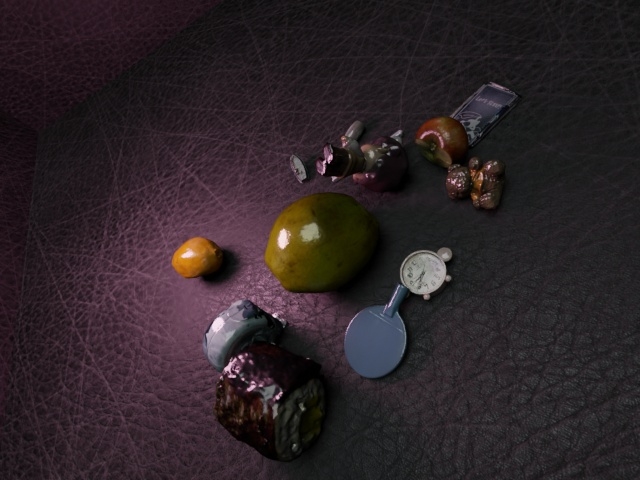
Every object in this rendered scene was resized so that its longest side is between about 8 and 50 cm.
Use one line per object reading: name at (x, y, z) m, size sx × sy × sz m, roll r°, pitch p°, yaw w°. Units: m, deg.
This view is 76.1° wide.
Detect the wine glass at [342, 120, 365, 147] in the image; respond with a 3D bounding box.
wine glass at (0.114, -0.417, 1.724) m, size 0.066 × 0.066 × 0.198 m, roll 33°, pitch 85°, yaw 34°

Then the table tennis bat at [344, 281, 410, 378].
table tennis bat at (0.198, 0.292, 1.337) m, size 0.215 × 0.044 × 0.328 m, roll 29°, pitch 94°, yaw 35°

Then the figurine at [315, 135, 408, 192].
figurine at (0.148, -0.289, 1.495) m, size 0.218 × 0.365 × 0.206 m, roll -67°, pitch 31°, yaw 29°

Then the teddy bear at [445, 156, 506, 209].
teddy bear at (0.520, -0.198, 1.378) m, size 0.190 × 0.177 × 0.140 m, roll 4°, pitch 25°, yaw 28°

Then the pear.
pear at (0.000, 0.000, 1.437) m, size 0.413 × 0.352 × 0.352 m, roll -36°, pitch 56°, yaw -4°

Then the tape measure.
tape measure at (-0.273, 0.347, 1.446) m, size 0.147 × 0.256 × 0.275 m, roll 32°, pitch 80°, yaw 38°

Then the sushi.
sushi at (-0.151, 0.492, 1.295) m, size 0.294 × 0.281 × 0.299 m, roll 16°, pitch 96°, yaw 35°

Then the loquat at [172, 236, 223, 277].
loquat at (-0.526, 0.077, 1.743) m, size 0.234 × 0.187 × 0.175 m, roll -15°, pitch 73°, yaw 31°

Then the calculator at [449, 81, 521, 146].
calculator at (0.594, -0.476, 1.529) m, size 0.274 × 0.028 × 0.165 m, roll -44°, pitch 52°, yaw 0°

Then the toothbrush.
toothbrush at (0.191, -0.343, 1.674) m, size 0.342 × 0.025 × 0.030 m, roll -33°, pitch 54°, yaw 11°

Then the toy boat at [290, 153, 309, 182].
toy boat at (-0.094, -0.317, 1.785) m, size 0.059 × 0.066 × 0.139 m, roll -25°, pitch 86°, yaw 2°

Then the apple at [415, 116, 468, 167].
apple at (0.436, -0.357, 1.454) m, size 0.195 × 0.173 × 0.160 m, roll 33°, pitch 102°, yaw 40°

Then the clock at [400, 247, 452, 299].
clock at (0.348, 0.113, 1.359) m, size 0.229 × 0.063 × 0.155 m, roll -45°, pitch 58°, yaw 7°
